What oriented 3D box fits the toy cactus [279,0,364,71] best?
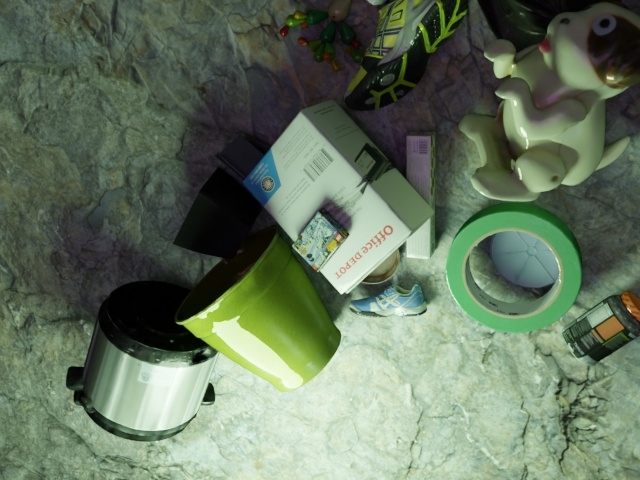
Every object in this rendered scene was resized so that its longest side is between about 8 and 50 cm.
[{"bbox_3d":[0.019,-0.522,1.771,0.219,0.112,0.180,32,107,16],"label":"toy cactus"}]

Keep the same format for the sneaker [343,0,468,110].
[{"bbox_3d":[0.184,-0.466,1.724,0.384,0.145,0.147,-46,59,30],"label":"sneaker"}]

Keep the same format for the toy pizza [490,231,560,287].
[{"bbox_3d":[0.526,0.023,1.813,0.201,0.032,0.201,7,112,17],"label":"toy pizza"}]

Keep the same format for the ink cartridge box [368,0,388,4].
[{"bbox_3d":[0.122,-0.595,1.684,0.088,0.122,0.052,43,118,1],"label":"ink cartridge box"}]

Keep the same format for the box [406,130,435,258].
[{"bbox_3d":[0.255,-0.115,1.844,0.067,0.063,0.324,4,110,21],"label":"box"}]

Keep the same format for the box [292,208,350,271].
[{"bbox_3d":[0.000,0.000,1.777,0.094,0.027,0.137,46,128,9],"label":"box"}]

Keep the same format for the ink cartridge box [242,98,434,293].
[{"bbox_3d":[0.043,-0.108,1.827,0.395,0.166,0.285,49,127,5],"label":"ink cartridge box"}]

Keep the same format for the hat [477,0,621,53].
[{"bbox_3d":[0.487,-0.546,1.564,0.331,0.134,0.331,6,110,17],"label":"hat"}]

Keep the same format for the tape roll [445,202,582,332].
[{"bbox_3d":[0.474,0.068,1.788,0.321,0.077,0.321,7,112,18],"label":"tape roll"}]

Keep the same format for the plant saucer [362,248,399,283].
[{"bbox_3d":[0.134,0.035,1.963,0.168,0.029,0.168,7,110,18],"label":"plant saucer"}]

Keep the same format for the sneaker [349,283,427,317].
[{"bbox_3d":[0.181,0.162,1.972,0.211,0.080,0.081,-5,101,12],"label":"sneaker"}]

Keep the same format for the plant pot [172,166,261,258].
[{"bbox_3d":[-0.272,-0.058,2.001,0.167,0.187,0.188,30,117,-5],"label":"plant pot"}]

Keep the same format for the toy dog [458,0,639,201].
[{"bbox_3d":[0.519,-0.294,1.517,0.396,0.284,0.408,15,136,-4],"label":"toy dog"}]

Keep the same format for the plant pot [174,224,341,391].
[{"bbox_3d":[-0.140,0.212,1.976,0.366,0.366,0.353,-33,107,27],"label":"plant pot"}]

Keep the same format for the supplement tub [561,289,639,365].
[{"bbox_3d":[0.698,0.211,1.772,0.117,0.117,0.190,47,117,-1],"label":"supplement tub"}]

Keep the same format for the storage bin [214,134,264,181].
[{"bbox_3d":[-0.204,-0.215,1.968,0.135,0.098,0.091,42,90,2],"label":"storage bin"}]

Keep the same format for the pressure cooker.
[{"bbox_3d":[-0.506,0.373,2.119,0.370,0.375,0.420,30,117,18],"label":"pressure cooker"}]
